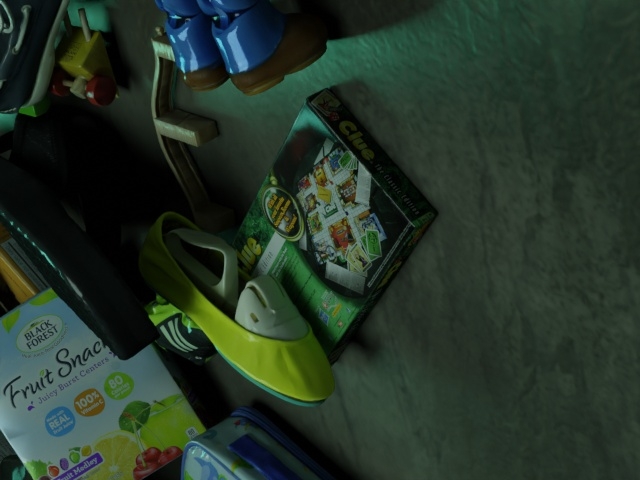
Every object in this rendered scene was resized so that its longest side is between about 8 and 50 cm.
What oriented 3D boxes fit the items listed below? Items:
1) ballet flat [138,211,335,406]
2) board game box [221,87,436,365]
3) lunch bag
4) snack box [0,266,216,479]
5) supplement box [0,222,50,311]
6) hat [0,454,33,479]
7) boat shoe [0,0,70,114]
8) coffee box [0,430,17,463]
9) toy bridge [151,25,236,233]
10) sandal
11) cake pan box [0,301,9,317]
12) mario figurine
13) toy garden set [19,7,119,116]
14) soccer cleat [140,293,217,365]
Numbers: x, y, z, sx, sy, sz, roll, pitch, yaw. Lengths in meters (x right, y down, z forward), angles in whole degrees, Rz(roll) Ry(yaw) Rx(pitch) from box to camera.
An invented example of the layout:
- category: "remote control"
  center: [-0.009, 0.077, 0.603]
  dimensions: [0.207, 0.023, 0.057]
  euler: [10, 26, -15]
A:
- category: "ballet flat"
  center: [-0.072, 0.050, 1.485]
  dimensions: [0.231, 0.077, 0.077]
  euler: [37, 126, 33]
- category: "board game box"
  center: [0.000, 0.000, 1.434]
  dimensions: [0.136, 0.030, 0.260]
  euler: [48, 147, 11]
- category: "lunch bag"
  center: [-0.034, 0.271, 1.648]
  dimensions: [0.219, 0.090, 0.176]
  euler: [36, 143, 31]
- category: "snack box"
  center: [-0.230, 0.145, 1.721]
  dimensions: [0.207, 0.174, 0.070]
  euler: [57, -175, -3]
- category: "supplement box"
  center: [-0.325, -0.001, 1.827]
  dimensions: [0.233, 0.080, 0.078]
  euler: [49, 148, 17]
- category: "hat"
  center: [-0.290, 0.302, 1.915]
  dimensions: [0.331, 0.331, 0.134]
  euler: [10, 88, 50]
- category: "boat shoe"
  center: [-0.272, -0.209, 1.496]
  dimensions: [0.095, 0.079, 0.254]
  euler: [45, 139, 21]
- category: "coffee box"
  center: [-0.461, 0.314, 2.066]
  dimensions: [0.119, 0.297, 0.168]
  euler: [39, 144, 27]
- category: "toy bridge"
  center: [-0.117, -0.098, 1.511]
  dimensions: [0.063, 0.026, 0.188]
  euler: [21, 132, 45]
- category: "sandal"
  center: [-0.236, -0.030, 1.618]
  dimensions: [0.446, 0.107, 0.167]
  euler: [40, 164, 51]
- category: "cake pan box"
  center: [-0.355, 0.120, 1.891]
  dimensions: [0.246, 0.070, 0.267]
  euler: [52, 164, -12]
- category: "mario figurine"
  center: [-0.090, -0.274, 1.279]
  dimensions: [0.198, 0.170, 0.320]
  euler: [-14, 121, 20]
- category: "toy garden set"
  center: [-0.266, -0.233, 1.580]
  dimensions: [0.204, 0.049, 0.244]
  euler: [16, 124, 42]
- category: "soccer cleat"
  center: [-0.109, 0.081, 1.629]
  dimensions: [0.072, 0.060, 0.179]
  euler: [58, 156, -18]
